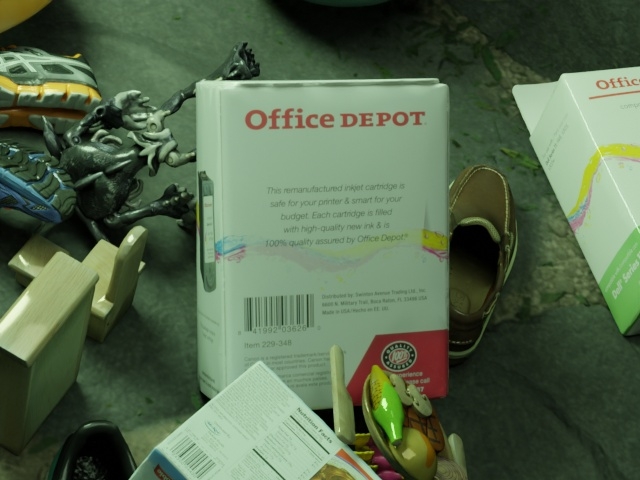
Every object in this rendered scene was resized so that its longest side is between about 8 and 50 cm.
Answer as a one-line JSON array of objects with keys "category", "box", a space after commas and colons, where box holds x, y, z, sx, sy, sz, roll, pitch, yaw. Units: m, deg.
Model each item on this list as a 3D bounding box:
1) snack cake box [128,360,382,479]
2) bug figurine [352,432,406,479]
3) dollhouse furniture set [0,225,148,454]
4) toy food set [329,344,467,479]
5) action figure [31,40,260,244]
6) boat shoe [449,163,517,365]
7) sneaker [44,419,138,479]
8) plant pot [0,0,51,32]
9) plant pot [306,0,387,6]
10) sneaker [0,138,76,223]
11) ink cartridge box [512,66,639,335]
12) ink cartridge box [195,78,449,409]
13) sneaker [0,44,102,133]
[{"category": "snack cake box", "box": [-0.019, 0.248, 1.390, 0.264, 0.089, 0.152, 45, 42, 8]}, {"category": "bug figurine", "box": [0.014, 0.267, 1.506, 0.279, 0.072, 0.216, 4, 59, -19]}, {"category": "dollhouse furniture set", "box": [-0.382, 0.019, 1.517, 0.356, 0.174, 0.303, 30, 51, 7]}, {"category": "toy food set", "box": [0.087, 0.170, 1.483, 0.192, 0.038, 0.132, 38, 29, -32]}, {"category": "action figure", "box": [-0.172, -0.087, 1.681, 0.276, 0.141, 0.164, -25, 87, 10]}, {"category": "boat shoe", "box": [0.166, 0.008, 1.732, 0.095, 0.095, 0.257, 16, 51, -4]}, {"category": "sneaker", "box": [-0.183, 0.293, 1.399, 0.108, 0.121, 0.302, -5, 56, -19]}, {"category": "plant pot", "box": [-0.387, -0.336, 1.724, 0.205, 0.188, 0.205, -13, 38, 10]}, {"category": "plant pot", "box": [0.066, -0.397, 1.917, 0.196, 0.293, 0.293, 16, 46, -38]}, {"category": "sneaker", "box": [-0.336, -0.058, 1.628, 0.221, 0.087, 0.083, 21, 22, 22]}, {"category": "ink cartridge box", "box": [0.375, -0.082, 1.844, 0.207, 0.119, 0.353, -8, 57, -21]}, {"category": "ink cartridge box", "box": [0.000, 0.000, 1.566, 0.226, 0.131, 0.306, -2, 96, -17]}, {"category": "sneaker", "box": [-0.336, -0.167, 1.735, 0.215, 0.084, 0.083, 9, 49, -21]}]
